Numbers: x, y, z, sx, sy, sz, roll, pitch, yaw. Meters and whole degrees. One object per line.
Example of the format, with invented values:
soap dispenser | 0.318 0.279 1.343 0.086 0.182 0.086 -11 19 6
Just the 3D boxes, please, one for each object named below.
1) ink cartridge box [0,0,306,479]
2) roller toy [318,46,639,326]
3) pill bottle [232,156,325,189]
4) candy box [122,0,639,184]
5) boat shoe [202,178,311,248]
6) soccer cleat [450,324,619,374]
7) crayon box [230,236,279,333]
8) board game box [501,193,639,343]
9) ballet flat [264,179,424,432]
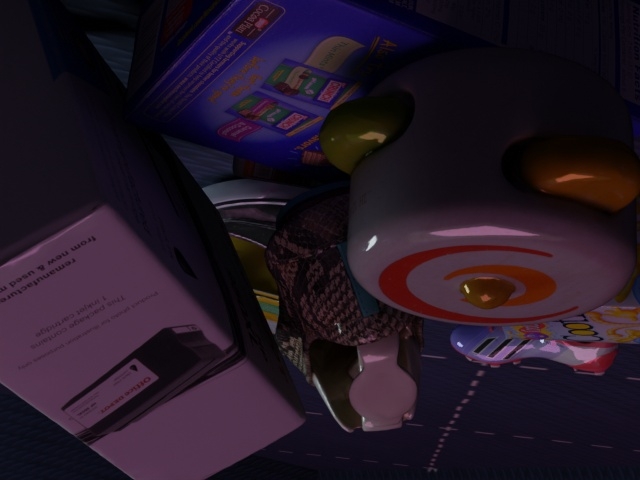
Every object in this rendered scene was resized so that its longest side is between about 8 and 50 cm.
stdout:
ink cartridge box | -0.189 0.009 0.962 0.166 0.285 0.395 -28 144 3
roller toy | 0.117 -0.024 0.759 0.209 0.146 0.191 -5 156 21
pill bottle | -0.004 -0.091 1.070 0.152 0.086 0.086 10 161 -7
candy box | 0.047 -0.137 0.862 0.317 0.122 0.268 18 158 -25
boat shoe | 0.000 0.001 1.308 0.306 0.105 0.113 9 161 -4
soccer cleat | 0.316 0.139 1.668 0.248 0.083 0.095 7 133 16
crayon box | -0.026 0.072 1.494 0.203 0.083 0.323 14 167 25
board game box | 0.332 0.027 1.202 0.275 0.142 0.144 1 160 17
ballet flat | 0.037 0.098 1.096 0.164 0.182 0.483 -19 164 -2
